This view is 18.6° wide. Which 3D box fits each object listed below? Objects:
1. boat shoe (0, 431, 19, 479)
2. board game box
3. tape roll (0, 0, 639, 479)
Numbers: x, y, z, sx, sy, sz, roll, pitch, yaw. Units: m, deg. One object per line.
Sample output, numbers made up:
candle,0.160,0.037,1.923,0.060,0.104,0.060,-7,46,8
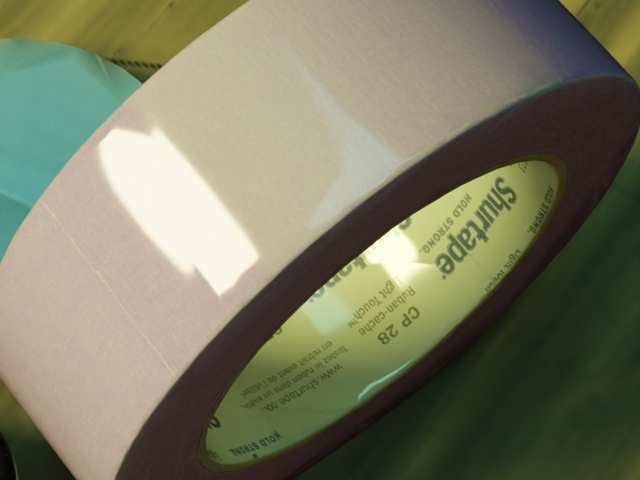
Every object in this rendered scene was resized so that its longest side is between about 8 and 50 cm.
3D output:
boat shoe,-0.223,0.184,0.775,0.113,0.105,0.306,35,64,12
board game box,-0.141,-0.013,0.930,0.133,0.033,0.168,25,68,1
tape roll,0.000,0.000,0.800,0.275,0.275,0.090,-32,71,-20
